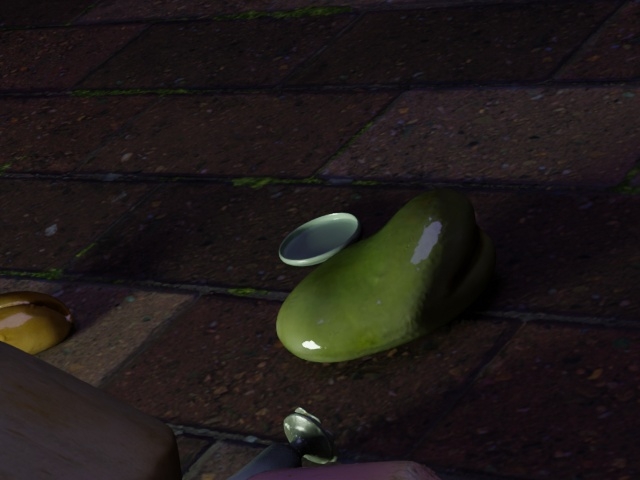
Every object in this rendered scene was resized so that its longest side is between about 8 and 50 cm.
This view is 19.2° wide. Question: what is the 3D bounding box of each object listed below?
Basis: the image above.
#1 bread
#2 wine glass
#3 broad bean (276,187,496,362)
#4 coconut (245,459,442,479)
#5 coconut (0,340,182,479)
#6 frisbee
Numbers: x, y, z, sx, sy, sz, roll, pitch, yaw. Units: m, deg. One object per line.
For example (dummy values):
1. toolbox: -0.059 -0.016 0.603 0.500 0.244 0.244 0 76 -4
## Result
1. bread: -0.409 0.113 2.410 0.189 0.077 0.114 -20 22 13
2. wine glass: -0.055 0.239 1.884 0.072 0.072 0.155 5 37 45
3. broad bean: 0.073 0.056 2.106 0.263 0.121 0.189 -33 28 15
4. coconut: 0.005 0.297 1.553 0.245 0.233 0.233 -7 30 28
5. coconut: -0.286 0.278 1.664 0.345 0.415 0.415 -58 30 2
6. frisbee: 0.000 0.000 2.358 0.110 0.014 0.110 -20 26 10
